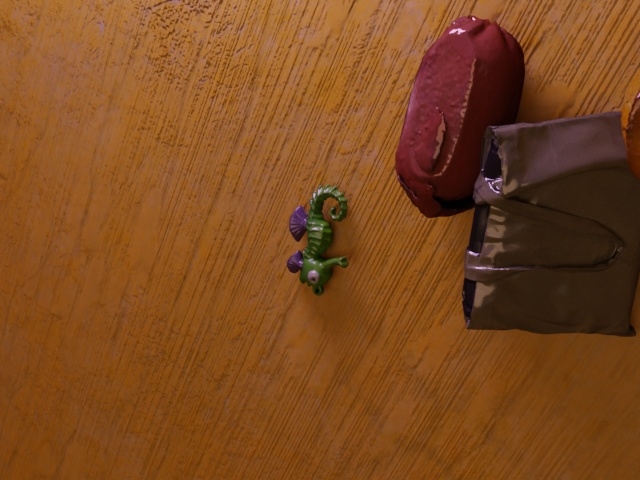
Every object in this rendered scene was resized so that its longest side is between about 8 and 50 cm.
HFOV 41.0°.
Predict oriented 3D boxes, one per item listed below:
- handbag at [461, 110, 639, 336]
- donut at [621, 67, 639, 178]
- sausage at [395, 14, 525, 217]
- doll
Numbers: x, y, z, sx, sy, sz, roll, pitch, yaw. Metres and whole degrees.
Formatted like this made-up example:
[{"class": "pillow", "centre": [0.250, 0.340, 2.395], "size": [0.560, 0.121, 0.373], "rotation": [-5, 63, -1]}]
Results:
[{"class": "handbag", "centre": [0.322, -0.017, 1.130], "size": [0.253, 0.109, 0.316], "rotation": [1, 112, -5]}, {"class": "donut", "centre": [0.472, -0.147, 0.996], "size": [0.253, 0.118, 0.254], "rotation": [-1, 110, -3]}, {"class": "sausage", "centre": [0.189, -0.166, 1.174], "size": [0.152, 0.152, 0.280], "rotation": [22, 116, 22]}, {"class": "doll", "centre": [0.000, 0.000, 1.395], "size": [0.115, 0.050, 0.190], "rotation": [16, 111, 29]}]
